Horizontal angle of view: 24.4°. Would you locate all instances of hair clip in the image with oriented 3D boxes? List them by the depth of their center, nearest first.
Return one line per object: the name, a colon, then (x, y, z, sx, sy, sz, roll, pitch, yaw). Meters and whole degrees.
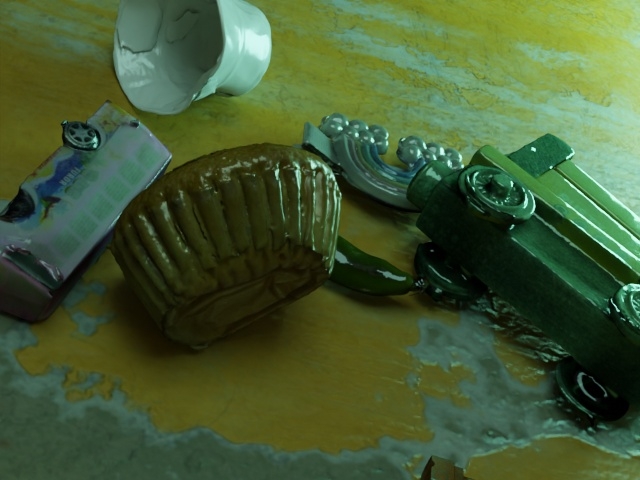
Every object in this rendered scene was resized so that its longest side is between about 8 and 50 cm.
hair clip: (0.070, -0.084, 1.753, 0.220, 0.054, 0.140, 15, 37, -13)

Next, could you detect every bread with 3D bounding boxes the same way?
bread: (-0.086, -0.001, 1.469, 0.240, 0.240, 0.139, -7, 60, -28)

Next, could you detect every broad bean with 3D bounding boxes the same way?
broad bean: (-0.002, 0.004, 1.627, 0.254, 0.046, 0.065, 31, 70, 13)

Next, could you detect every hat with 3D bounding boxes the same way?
hat: (-0.139, -0.234, 1.737, 0.126, 0.203, 0.203, 2, 44, -47)

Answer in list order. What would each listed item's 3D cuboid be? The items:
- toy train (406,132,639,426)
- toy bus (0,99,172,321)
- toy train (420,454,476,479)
toy train: (0.285, 0.031, 1.651, 0.397, 0.160, 0.253, 40, 39, 17)
toy bus: (-0.263, -0.033, 1.528, 0.112, 0.090, 0.274, 35, 45, 0)
toy train: (0.146, 0.254, 1.448, 0.103, 0.044, 0.064, 18, 33, -4)
